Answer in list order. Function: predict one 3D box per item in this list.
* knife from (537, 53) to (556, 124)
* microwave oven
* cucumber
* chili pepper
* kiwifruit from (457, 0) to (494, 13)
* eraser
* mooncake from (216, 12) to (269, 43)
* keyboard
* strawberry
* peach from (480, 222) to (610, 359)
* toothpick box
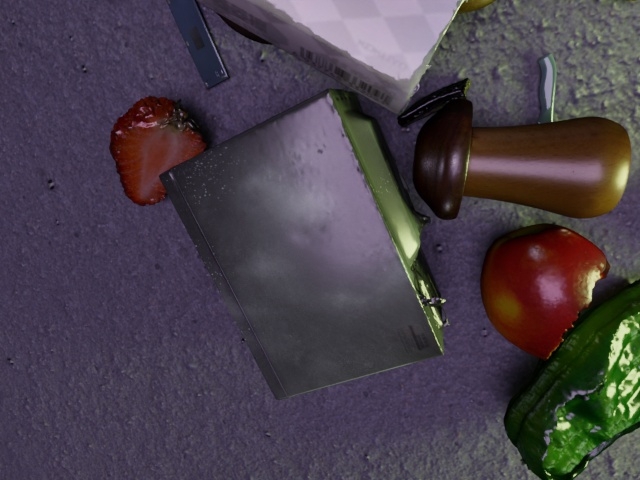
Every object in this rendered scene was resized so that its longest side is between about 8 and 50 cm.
[{"bbox_3d":[0.375,-0.199,0.772,0.028,0.015,0.210,-4,108,10],"label":"knife"},{"bbox_3d":[0.000,0.000,0.811,0.375,0.236,0.432,-21,102,19],"label":"microwave oven"},{"bbox_3d":[0.194,-0.238,0.796,0.135,0.033,0.034,-18,64,19],"label":"cucumber"},{"bbox_3d":[0.476,0.246,0.815,0.213,0.167,0.385,36,98,-27],"label":"chili pepper"},{"bbox_3d":[0.213,-0.437,0.643,0.196,0.196,0.234,28,109,4],"label":"kiwifruit"},{"bbox_3d":[-0.016,-0.349,0.606,0.397,0.082,0.213,28,115,-1],"label":"eraser"},{"bbox_3d":[-0.053,-0.470,0.703,0.334,0.174,0.325,23,117,4],"label":"mooncake"},{"bbox_3d":[-0.229,-0.378,0.866,0.055,0.014,0.176,-19,102,20],"label":"keyboard"},{"bbox_3d":[-0.326,-0.191,0.912,0.236,0.106,0.175,-28,136,21],"label":"strawberry"},{"bbox_3d":[0.377,0.088,0.773,0.196,0.190,0.226,-19,97,4],"label":"peach"},{"bbox_3d":[0.294,-0.120,0.722,0.295,0.192,0.192,5,109,13],"label":"toothpick box"}]
